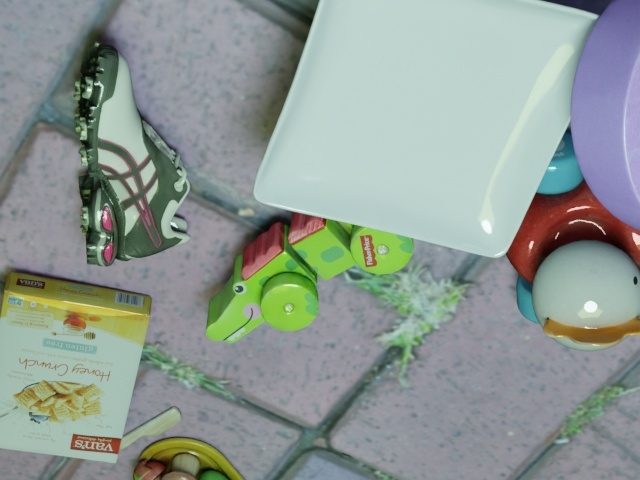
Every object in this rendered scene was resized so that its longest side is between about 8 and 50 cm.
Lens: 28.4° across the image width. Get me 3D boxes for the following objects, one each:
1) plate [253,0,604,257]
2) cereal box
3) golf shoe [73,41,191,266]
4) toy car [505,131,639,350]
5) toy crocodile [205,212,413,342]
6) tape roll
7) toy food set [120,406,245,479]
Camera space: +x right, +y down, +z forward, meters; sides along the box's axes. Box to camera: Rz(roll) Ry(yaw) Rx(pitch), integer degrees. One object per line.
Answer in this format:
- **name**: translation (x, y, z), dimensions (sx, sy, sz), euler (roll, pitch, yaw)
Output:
- **plate**: translation (0.101, -0.129, 1.215), dimensions (0.278, 0.045, 0.277), euler (12, 122, -15)
- **cereal box**: translation (-0.310, 0.160, 1.536), dimensions (0.173, 0.047, 0.240), euler (10, 120, -11)
- **golf shoe**: translation (-0.200, -0.094, 1.343), dimensions (0.120, 0.105, 0.273), euler (-5, 134, -11)
- **toy car**: translation (0.295, 0.037, 1.297), dimensions (0.210, 0.238, 0.219), euler (-2, 127, 6)
- **toy crocodile**: translation (0.000, 0.000, 1.373), dimensions (0.340, 0.115, 0.105), euler (-33, 117, 23)
- **tape roll**: translation (0.373, -0.127, 1.178), dimensions (0.275, 0.090, 0.275), euler (-5, 105, -20)
- **toy food set**: translation (-0.179, 0.330, 1.661), dimensions (0.128, 0.071, 0.218), euler (-25, 121, 21)
